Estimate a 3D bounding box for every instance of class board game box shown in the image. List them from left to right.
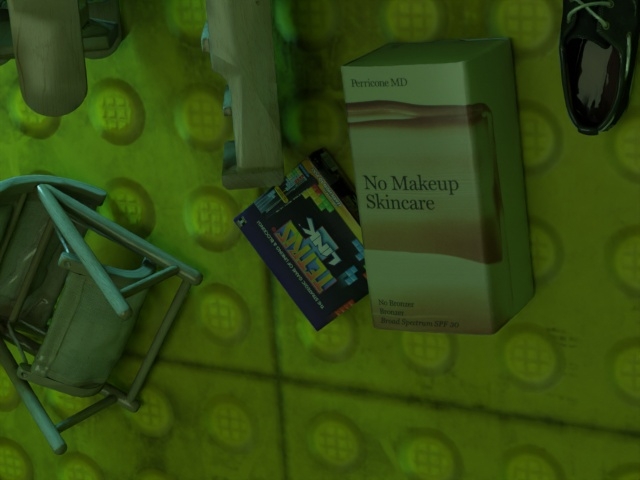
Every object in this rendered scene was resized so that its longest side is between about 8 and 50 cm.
[{"bbox_3d":[0.000,0.000,1.671,0.141,0.048,0.170,-39,87,32],"label":"board game box"}]

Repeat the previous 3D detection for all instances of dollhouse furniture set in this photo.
[{"bbox_3d":[-0.245,-0.189,1.566,0.394,0.362,0.257,-5,106,-1],"label":"dollhouse furniture set"}]

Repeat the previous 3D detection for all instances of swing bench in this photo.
[{"bbox_3d":[-0.327,0.081,1.817,0.254,0.165,0.253,40,123,17],"label":"swing bench"}]

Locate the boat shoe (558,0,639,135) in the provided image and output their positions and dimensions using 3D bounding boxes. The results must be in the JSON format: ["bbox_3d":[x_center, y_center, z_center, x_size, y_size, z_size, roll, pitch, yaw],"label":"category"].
[{"bbox_3d":[0.279,-0.221,1.420,0.084,0.079,0.233,8,110,26],"label":"boat shoe"}]

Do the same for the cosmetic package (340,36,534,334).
[{"bbox_3d":[0.128,-0.059,1.530,0.153,0.129,0.296,0,108,30],"label":"cosmetic package"}]
